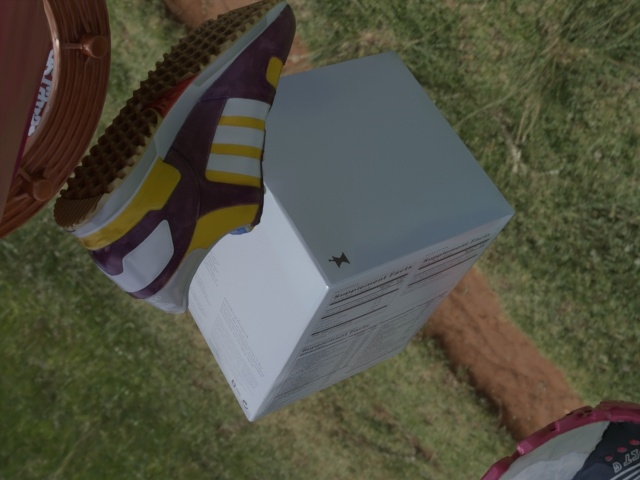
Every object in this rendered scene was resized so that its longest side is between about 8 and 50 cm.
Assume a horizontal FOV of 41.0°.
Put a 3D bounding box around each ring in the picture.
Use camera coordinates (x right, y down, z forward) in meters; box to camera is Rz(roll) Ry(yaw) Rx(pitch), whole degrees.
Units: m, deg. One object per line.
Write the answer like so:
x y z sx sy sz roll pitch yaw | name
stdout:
-0.297 -0.131 0.678 0.032 0.336 0.337 24 137 32 | ring

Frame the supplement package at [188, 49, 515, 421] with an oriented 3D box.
0.000 0.000 0.798 0.199 0.198 0.263 58 148 21 | supplement package

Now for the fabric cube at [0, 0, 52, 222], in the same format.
-0.270 -0.045 0.352 0.254 0.259 0.258 13 170 -14 | fabric cube

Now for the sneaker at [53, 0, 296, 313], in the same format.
-0.057 -0.049 0.449 0.069 0.185 0.084 -1 136 45 | sneaker

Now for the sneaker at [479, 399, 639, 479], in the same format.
0.086 0.208 0.328 0.112 0.299 0.121 16 179 38 | sneaker

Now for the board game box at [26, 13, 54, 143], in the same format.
-0.443 -0.216 1.235 0.281 0.145 0.027 -55 40 15 | board game box
